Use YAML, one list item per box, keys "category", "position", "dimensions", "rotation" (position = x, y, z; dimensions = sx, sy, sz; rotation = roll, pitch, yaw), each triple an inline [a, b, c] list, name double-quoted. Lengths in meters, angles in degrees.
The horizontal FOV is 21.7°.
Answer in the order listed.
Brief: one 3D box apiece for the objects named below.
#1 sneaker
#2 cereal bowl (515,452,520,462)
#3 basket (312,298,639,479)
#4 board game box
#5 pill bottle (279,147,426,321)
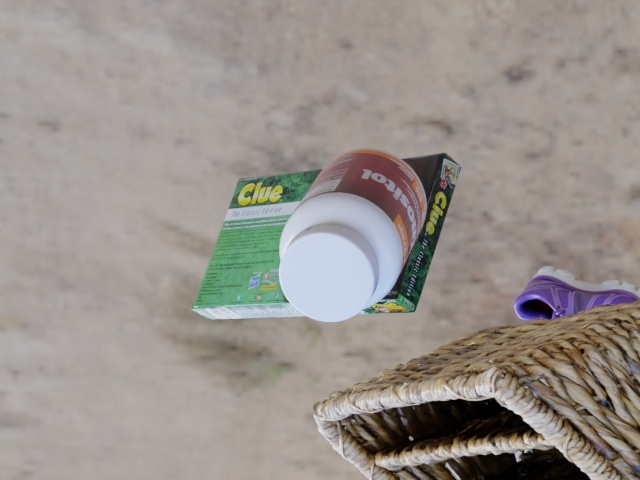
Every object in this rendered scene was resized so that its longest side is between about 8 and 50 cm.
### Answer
- category: "sneaker"
  position: [0.269, 0.080, 1.677]
  dimensions: [0.170, 0.068, 0.071]
  rotation: [12, -141, 43]
- category: "cereal bowl"
  position: [0.361, 0.391, 2.103]
  dimensions: [0.339, 0.141, 0.339]
  rotation: [6, 124, 9]
- category: "basket"
  position: [0.171, 0.186, 1.387]
  dimensions: [0.223, 0.213, 0.299]
  rotation: [-19, -179, -34]
- category: "board game box"
  position: [0.000, 0.000, 1.421]
  dimensions: [0.030, 0.136, 0.259]
  rotation: [32, 156, -37]
- category: "pill bottle"
  position: [0.021, -0.002, 1.158]
  dimensions: [0.086, 0.086, 0.152]
  rotation: [-5, -159, 16]
